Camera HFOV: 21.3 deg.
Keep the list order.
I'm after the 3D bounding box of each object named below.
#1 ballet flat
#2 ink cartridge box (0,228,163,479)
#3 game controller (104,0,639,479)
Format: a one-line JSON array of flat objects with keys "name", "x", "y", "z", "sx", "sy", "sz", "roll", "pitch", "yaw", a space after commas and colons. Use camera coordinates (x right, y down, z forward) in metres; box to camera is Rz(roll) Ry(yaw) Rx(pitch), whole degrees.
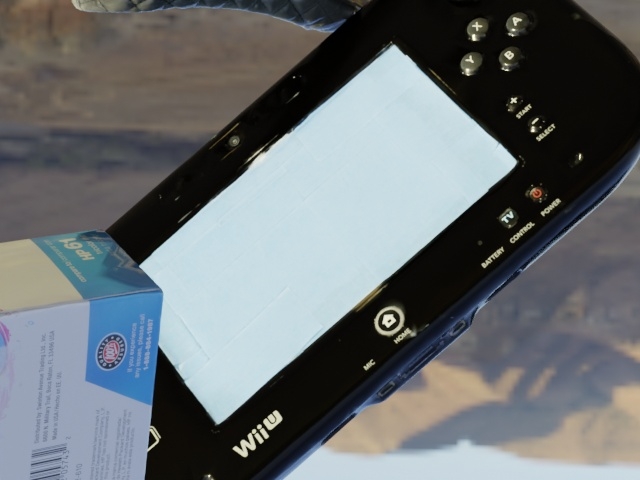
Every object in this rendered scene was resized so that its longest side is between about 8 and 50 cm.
[{"name": "ballet flat", "x": -0.044, "y": -0.123, "z": 0.808, "sx": 0.173, "sy": 0.049, "sz": 0.057, "roll": 7, "pitch": -146, "yaw": -40}, {"name": "ink cartridge box", "x": -0.120, "y": 0.051, "z": 0.559, "sx": 0.122, "sy": 0.088, "sz": 0.052, "roll": -9, "pitch": -148, "yaw": -32}, {"name": "game controller", "x": 0.000, "y": 0.000, "z": 0.780, "sx": 0.067, "sy": 0.319, "sz": 0.166, "roll": 48, "pitch": -179, "yaw": -44}]
